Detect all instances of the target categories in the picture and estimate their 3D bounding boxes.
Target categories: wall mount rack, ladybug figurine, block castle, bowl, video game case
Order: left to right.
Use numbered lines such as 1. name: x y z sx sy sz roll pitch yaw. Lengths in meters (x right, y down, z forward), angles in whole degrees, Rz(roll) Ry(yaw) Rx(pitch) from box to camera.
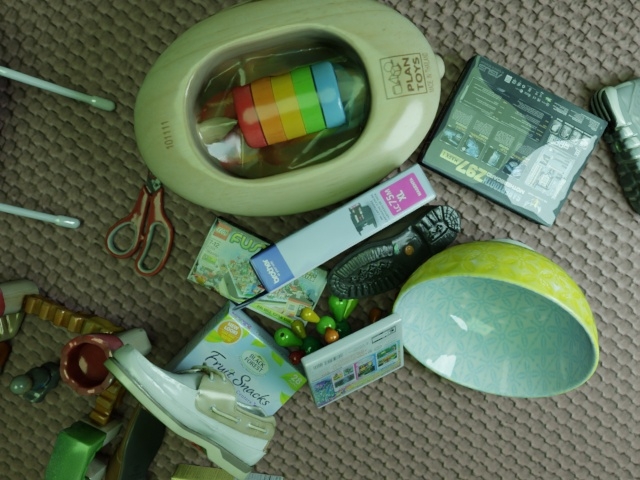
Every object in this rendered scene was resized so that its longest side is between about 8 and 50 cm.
1. wall mount rack: -0.511 -0.165 0.903 0.304 0.130 0.350 19 96 3
2. block castle: -0.482 0.299 0.882 0.303 0.213 0.453 23 96 7
3. ladybug figurine: -0.042 -0.195 0.865 0.449 0.162 0.305 -11 95 3
4. video game case: 0.053 0.184 0.884 0.157 0.143 0.019 -24 51 -11
5. bowl: 0.264 0.091 0.877 0.289 0.289 0.156 28 53 -2

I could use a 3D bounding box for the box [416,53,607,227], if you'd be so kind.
1. box: 0.295 -0.152 0.914 0.232 0.059 0.183 26 96 -2

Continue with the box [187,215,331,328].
1. box: -0.099 0.055 0.956 0.207 0.036 0.114 25 96 -1

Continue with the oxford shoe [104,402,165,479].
1. oxford shoe: -0.321 0.355 0.980 0.076 0.076 0.212 15 86 38

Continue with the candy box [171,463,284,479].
1. candy box: -0.160 0.451 0.991 0.186 0.053 0.109 7 96 2

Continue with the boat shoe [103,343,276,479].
1. boat shoe: -0.177 0.227 0.839 0.103 0.113 0.302 -50 129 -17

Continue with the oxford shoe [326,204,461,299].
1. oxford shoe: 0.105 0.019 0.917 0.227 0.096 0.083 -29 107 -11

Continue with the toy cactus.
1. toy cactus: 0.040 0.167 0.930 0.219 0.112 0.181 -14 119 -25

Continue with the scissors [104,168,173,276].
1. scissors: -0.263 -0.089 0.956 0.109 0.021 0.297 22 95 1

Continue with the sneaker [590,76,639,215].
1. sneaker: 0.524 -0.150 0.899 0.132 0.086 0.229 -24 94 1

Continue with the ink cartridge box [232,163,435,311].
1. ink cartridge box: 0.000 0.000 0.845 0.311 0.186 0.065 -32 91 -7

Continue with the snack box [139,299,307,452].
1. snack box: -0.155 0.230 0.945 0.174 0.070 0.207 42 95 -16
